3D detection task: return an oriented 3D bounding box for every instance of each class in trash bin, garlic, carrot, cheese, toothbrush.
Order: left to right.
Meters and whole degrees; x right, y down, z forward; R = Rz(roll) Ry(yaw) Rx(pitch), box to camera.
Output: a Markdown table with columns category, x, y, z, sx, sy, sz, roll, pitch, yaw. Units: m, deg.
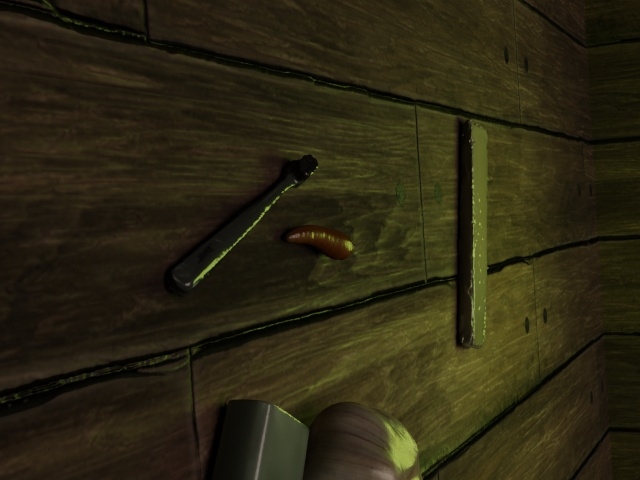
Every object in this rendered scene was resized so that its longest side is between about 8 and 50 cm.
| category | x | y | z | sx | sy | sz | roll | pitch | yaw |
| --- | --- | --- | --- | --- | --- | --- | --- | --- | --- |
| toothbrush | -0.073 | -0.023 | 0.970 | 0.030 | 0.031 | 0.297 | 53 | 36 | -8 |
| trash bin | -0.060 | 0.237 | 0.932 | 0.116 | 0.059 | 0.129 | 49 | 44 | -53 |
| carrot | 0.000 | 0.000 | 1.111 | 0.142 | 0.035 | 0.035 | 17 | 72 | -55 |
| garlic | 0.088 | 0.283 | 1.042 | 0.199 | 0.226 | 0.199 | -11 | 103 | -62 |
| cheese | 0.267 | -0.012 | 1.642 | 0.085 | 0.034 | 0.400 | 23 | 66 | -61 |
